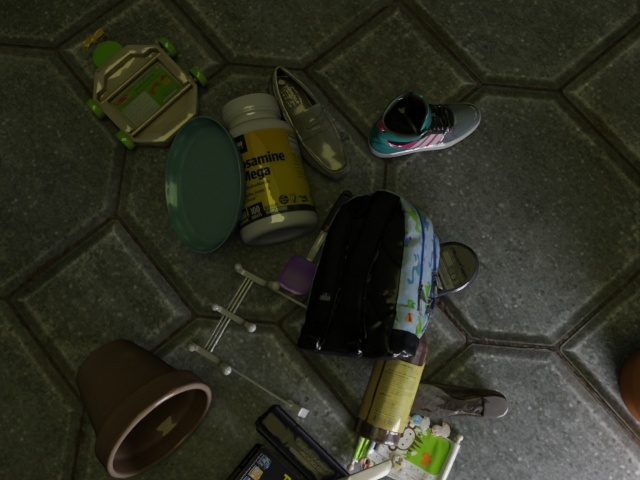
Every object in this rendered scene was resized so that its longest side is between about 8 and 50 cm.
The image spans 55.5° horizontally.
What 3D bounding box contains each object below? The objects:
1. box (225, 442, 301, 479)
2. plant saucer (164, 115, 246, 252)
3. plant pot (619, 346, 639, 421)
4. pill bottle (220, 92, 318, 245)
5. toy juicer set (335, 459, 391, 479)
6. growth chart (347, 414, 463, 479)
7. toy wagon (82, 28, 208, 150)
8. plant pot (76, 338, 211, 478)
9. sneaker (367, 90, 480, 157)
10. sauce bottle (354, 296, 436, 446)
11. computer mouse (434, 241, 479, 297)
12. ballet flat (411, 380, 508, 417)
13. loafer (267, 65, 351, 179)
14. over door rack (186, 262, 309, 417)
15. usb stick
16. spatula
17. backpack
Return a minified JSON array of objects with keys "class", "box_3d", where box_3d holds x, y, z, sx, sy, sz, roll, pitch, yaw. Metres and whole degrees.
[{"class":"box","box_3d":[-0.141,0.614,1.308,0.216,0.060,0.270,45,69,-5]},{"class":"plant saucer","box_3d":[-0.267,-0.129,1.428,0.044,0.318,0.317,-5,75,-44]},{"class":"plant pot","box_3d":[0.803,0.326,1.342,0.291,0.203,0.290,0,79,-1]},{"class":"pill bottle","box_3d":[-0.133,-0.169,1.452,0.188,0.188,0.333,-15,79,-3]},{"class":"toy juicer set","box_3d":[0.023,0.621,1.303,0.209,0.089,0.328,12,87,-27]},{"class":"growth chart","box_3d":[0.198,0.481,1.407,0.237,0.021,0.172,18,78,3]},{"class":"toy wagon","box_3d":[-0.468,-0.402,1.562,0.267,0.068,0.344,-44,81,-8]},{"class":"plant pot","box_3d":[-0.410,0.342,1.341,0.263,0.263,0.229,-46,64,-8]},{"class":"sneaker","box_3d":[0.262,-0.298,1.481,0.296,0.178,0.123,-17,79,-3]},{"class":"sauce bottle","box_3d":[0.178,0.281,1.369,0.111,0.111,0.344,20,84,4]},{"class":"computer mouse","box_3d":[0.244,0.084,1.466,0.272,0.072,0.188,-18,81,9]},{"class":"ballet flat","box_3d":[0.308,0.368,1.416,0.250,0.058,0.084,2,99,6]},{"class":"loafer","box_3d":[-0.032,-0.292,1.514,0.112,0.111,0.319,-35,81,-8]},{"class":"over door rack","box_3d":[-0.118,0.226,1.415,0.324,0.108,0.239,29,81,6]},{"class":"usb stick","box_3d":[-0.032,0.492,1.393,0.278,0.045,0.077,42,75,8]},{"class":"spatula","box_3d":[0.000,0.000,1.498,0.084,0.030,0.296,30,80,5]},{"class":"backpack","box_3d":[0.119,0.069,1.317,0.273,0.290,0.355,7,80,-43]}]
